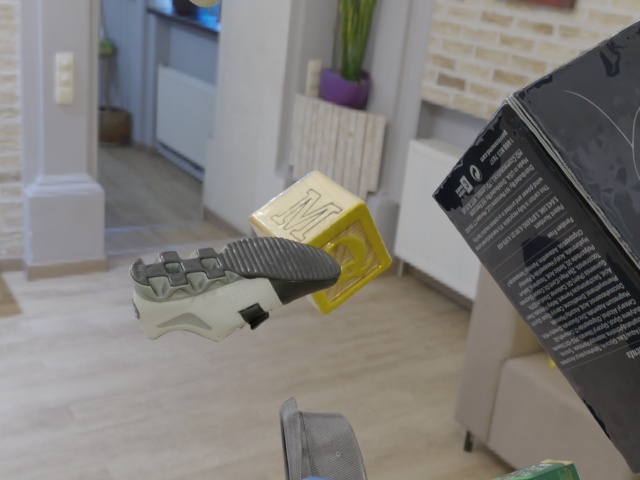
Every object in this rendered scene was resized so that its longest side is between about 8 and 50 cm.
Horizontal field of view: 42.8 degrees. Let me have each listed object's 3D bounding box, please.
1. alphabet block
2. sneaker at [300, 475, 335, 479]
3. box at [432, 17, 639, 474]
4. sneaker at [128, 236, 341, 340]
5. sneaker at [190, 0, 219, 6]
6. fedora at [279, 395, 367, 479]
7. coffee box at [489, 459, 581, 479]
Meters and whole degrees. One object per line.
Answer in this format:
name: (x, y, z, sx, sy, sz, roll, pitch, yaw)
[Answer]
alphabet block: (0.000, 0.000, 1.717, 0.193, 0.192, 0.197, -38, 38, -11)
sneaker: (0.058, 0.377, 1.073, 0.090, 0.081, 0.232, 2, -27, 49)
box: (0.497, -0.036, 1.066, 0.480, 0.297, 0.472, -30, 77, -20)
sneaker: (-0.131, 0.086, 1.297, 0.330, 0.146, 0.122, -5, 33, -14)
sneaker: (-0.086, -0.251, 0.657, 0.057, 0.161, 0.075, 30, 42, -6)
fedora: (0.006, 0.380, 1.275, 0.124, 0.244, 0.275, -4, 66, -6)
coffee box: (0.321, 0.408, 1.345, 0.184, 0.040, 0.113, -16, -11, -9)
